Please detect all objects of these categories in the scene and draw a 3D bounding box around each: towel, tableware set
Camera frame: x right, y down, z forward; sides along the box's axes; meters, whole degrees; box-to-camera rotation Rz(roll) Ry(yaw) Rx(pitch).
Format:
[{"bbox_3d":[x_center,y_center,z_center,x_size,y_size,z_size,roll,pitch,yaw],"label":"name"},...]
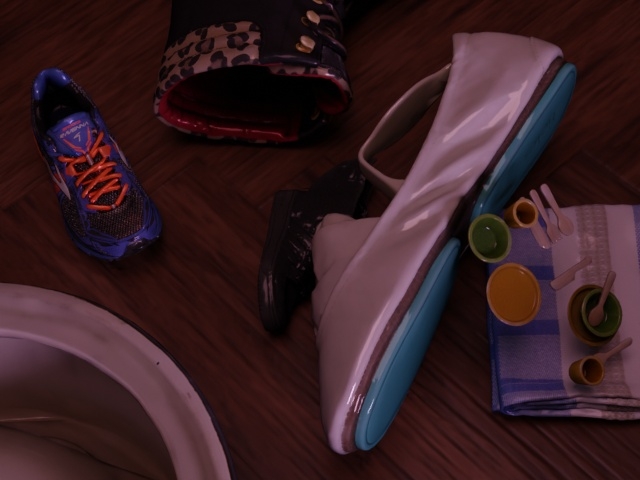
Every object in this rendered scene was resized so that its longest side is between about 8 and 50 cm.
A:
[{"bbox_3d":[0.278,0.051,0.944,0.285,0.034,0.209,-1,55,5],"label":"towel"},{"bbox_3d":[0.175,0.037,0.873,0.104,0.024,0.154,-29,92,-25],"label":"tableware set"}]

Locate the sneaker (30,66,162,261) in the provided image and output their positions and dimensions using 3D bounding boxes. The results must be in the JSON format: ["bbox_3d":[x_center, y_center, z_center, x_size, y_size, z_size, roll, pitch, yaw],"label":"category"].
[{"bbox_3d":[-0.214,-0.070,1.039,0.083,0.087,0.221,-30,58,-13],"label":"sneaker"}]

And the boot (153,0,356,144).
[{"bbox_3d":[0.018,-0.239,1.100,0.377,0.138,0.284,-2,55,9],"label":"boot"}]

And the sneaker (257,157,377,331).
[{"bbox_3d":[0.000,0.002,0.992,0.089,0.051,0.170,0,53,10],"label":"sneaker"}]

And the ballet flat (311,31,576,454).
[{"bbox_3d":[0.072,-0.015,0.938,0.139,0.139,0.400,24,66,20],"label":"ballet flat"}]

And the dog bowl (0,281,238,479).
[{"bbox_3d":[-0.241,0.235,0.750,0.408,0.150,0.408,-3,55,4],"label":"dog bowl"}]
